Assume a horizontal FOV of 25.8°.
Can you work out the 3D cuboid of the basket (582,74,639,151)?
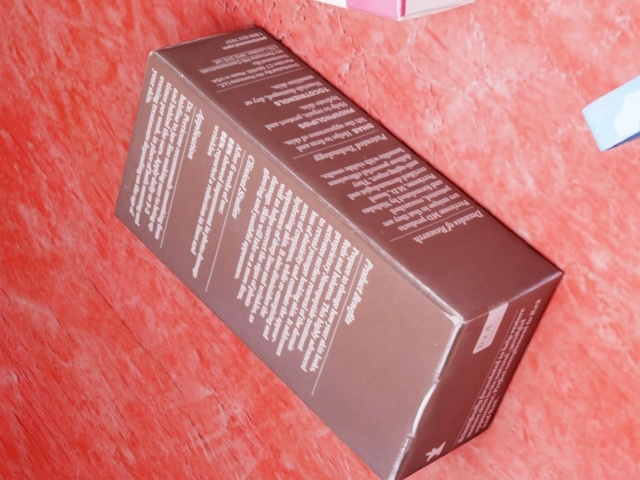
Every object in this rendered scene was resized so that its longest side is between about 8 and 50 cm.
[{"bbox_3d":[0.296,-0.128,0.688,0.254,0.289,0.201,-27,89,52],"label":"basket"}]

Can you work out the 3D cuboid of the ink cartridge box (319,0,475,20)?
[{"bbox_3d":[0.006,-0.281,1.085,0.237,0.100,0.172,22,121,40],"label":"ink cartridge box"}]

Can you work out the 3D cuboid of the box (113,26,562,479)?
[{"bbox_3d":[0.000,0.000,1.190,0.381,0.143,0.191,44,134,28],"label":"box"}]
